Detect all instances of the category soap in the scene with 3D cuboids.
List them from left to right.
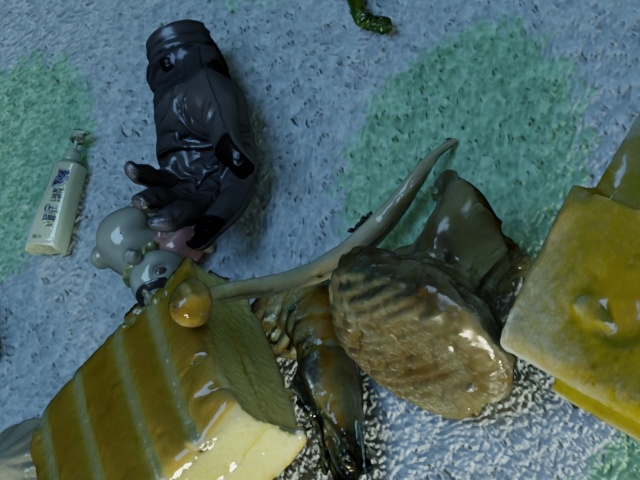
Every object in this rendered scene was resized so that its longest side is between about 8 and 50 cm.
[{"bbox_3d":[0.305,0.041,1.326,0.281,0.143,0.259,26,85,49],"label":"soap"}]

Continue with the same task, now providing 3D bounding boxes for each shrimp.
[{"bbox_3d":[-0.035,0.158,1.619,0.198,0.051,0.262,-41,46,27],"label":"shrimp"}]

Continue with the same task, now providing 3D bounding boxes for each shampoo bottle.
[{"bbox_3d":[-0.273,-0.052,1.925,0.049,0.034,0.141,-5,65,45],"label":"shampoo bottle"}]

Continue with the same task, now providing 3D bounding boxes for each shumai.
[{"bbox_3d":[0.105,0.045,1.500,0.153,0.161,0.209,-52,19,-22],"label":"shumai"}]

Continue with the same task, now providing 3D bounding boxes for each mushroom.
[{"bbox_3d":[0.001,0.002,1.588,0.306,0.068,0.043,-28,65,-22],"label":"mushroom"}]

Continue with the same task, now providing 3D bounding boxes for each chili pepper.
[{"bbox_3d":[0.045,-0.215,1.740,0.027,0.022,0.083,-25,42,-12],"label":"chili pepper"}]

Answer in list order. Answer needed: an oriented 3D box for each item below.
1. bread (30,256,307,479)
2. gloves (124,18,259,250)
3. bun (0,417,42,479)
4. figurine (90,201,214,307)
[{"bbox_3d":[-0.140,0.165,1.603,0.239,0.111,0.246,-47,34,14],"label":"bread"},{"bbox_3d":[-0.119,-0.104,1.765,0.142,0.119,0.285,-37,35,35],"label":"gloves"},{"bbox_3d":[-0.288,0.231,1.761,0.138,0.094,0.138,-17,58,30],"label":"bun"},{"bbox_3d":[-0.155,0.017,1.757,0.098,0.081,0.146,-55,46,5],"label":"figurine"}]
